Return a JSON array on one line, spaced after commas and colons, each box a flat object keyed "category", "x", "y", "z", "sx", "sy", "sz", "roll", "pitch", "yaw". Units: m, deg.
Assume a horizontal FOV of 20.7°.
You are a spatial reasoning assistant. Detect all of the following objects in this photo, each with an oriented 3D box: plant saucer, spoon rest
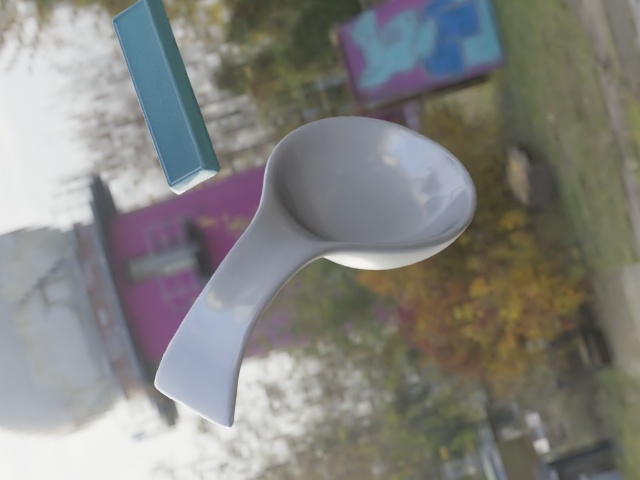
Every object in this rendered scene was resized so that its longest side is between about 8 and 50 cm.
[{"category": "plant saucer", "x": -0.153, "y": -0.144, "z": 1.703, "sx": 0.018, "sy": 0.067, "sz": 0.192, "roll": -12, "pitch": -100, "yaw": -49}, {"category": "spoon rest", "x": 0.000, "y": 0.000, "z": 1.101, "sx": 0.276, "sy": 0.137, "sz": 0.084, "roll": -48, "pitch": -22, "yaw": -42}]
